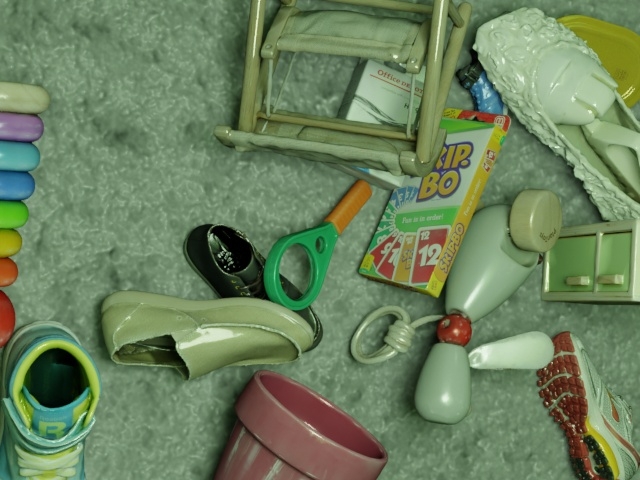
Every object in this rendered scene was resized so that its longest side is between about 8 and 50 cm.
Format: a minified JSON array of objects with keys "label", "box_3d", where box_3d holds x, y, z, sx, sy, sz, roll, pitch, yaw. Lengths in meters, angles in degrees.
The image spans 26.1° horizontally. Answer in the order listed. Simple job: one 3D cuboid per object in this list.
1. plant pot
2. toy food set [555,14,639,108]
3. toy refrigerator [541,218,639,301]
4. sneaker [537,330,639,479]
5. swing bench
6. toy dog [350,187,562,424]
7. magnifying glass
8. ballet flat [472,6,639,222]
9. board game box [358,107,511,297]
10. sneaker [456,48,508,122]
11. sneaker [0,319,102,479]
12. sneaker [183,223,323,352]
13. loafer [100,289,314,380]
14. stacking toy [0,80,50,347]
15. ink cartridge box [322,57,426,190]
[{"label":"plant pot","box_3d":[-0.045,0.289,1.714,0.201,0.201,0.180,32,95,-12]},{"label":"toy food set","box_3d":[0.383,-0.242,1.915,0.218,0.071,0.128,16,107,-12]},{"label":"toy refrigerator","box_3d":[0.377,0.031,1.789,0.094,0.269,0.102,5,87,-15]},{"label":"sneaker","box_3d":[0.369,0.229,1.885,0.093,0.088,0.225,-23,94,-35]},{"label":"swing bench","box_3d":[0.033,-0.209,1.714,0.253,0.165,0.254,11,85,17]},{"label":"toy dog","box_3d":[0.216,0.087,1.804,0.161,0.220,0.333,37,85,-43]},{"label":"magnifying glass","box_3d":[0.000,0.000,1.765,0.231,0.026,0.092,-49,125,-36]},{"label":"ballet flat","box_3d":[0.374,-0.155,1.832,0.409,0.147,0.147,46,77,-20]},{"label":"board game box","box_3d":[0.151,-0.059,1.804,0.039,0.124,0.259,36,74,-42]},{"label":"sneaker","box_3d":[0.214,-0.194,1.866,0.085,0.058,0.152,21,86,-10]},{"label":"sneaker","box_3d":[-0.325,0.255,1.621,0.127,0.208,0.319,-2,89,-17]},{"label":"sneaker","box_3d":[-0.078,0.066,1.743,0.222,0.118,0.083,41,78,-10]},{"label":"loafer","box_3d":[-0.143,0.127,1.707,0.268,0.102,0.092,4,55,4]},{"label":"stacking toy","box_3d":[-0.405,-0.026,1.665,0.141,0.141,0.330,3,94,-15]},{"label":"ink cartridge box","box_3d":[0.083,-0.169,1.826,0.104,0.060,0.180,22,82,-12]}]
